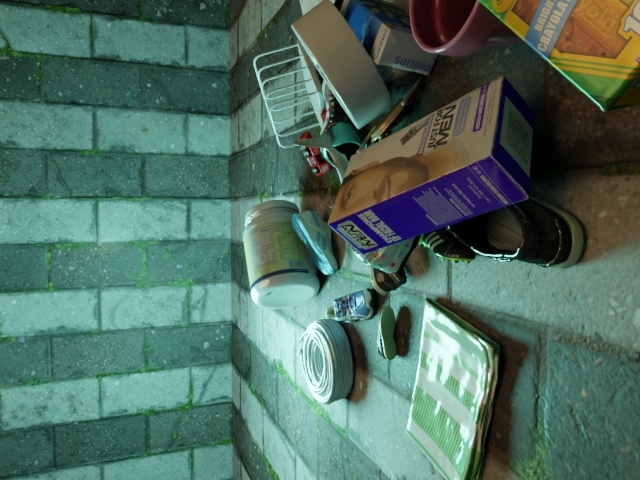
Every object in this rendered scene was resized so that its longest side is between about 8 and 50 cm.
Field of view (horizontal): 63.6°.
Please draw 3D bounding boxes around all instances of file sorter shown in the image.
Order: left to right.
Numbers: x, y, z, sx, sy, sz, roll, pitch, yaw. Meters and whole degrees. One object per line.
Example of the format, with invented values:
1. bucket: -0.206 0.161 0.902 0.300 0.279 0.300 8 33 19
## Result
1. file sorter: -0.091 -0.456 1.630 0.193 0.172 0.278 75 177 -54

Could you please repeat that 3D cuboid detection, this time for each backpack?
1. backpack: 0.147 -0.025 1.077 0.152 0.115 0.182 -145 79 -81

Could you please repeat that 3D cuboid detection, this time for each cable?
1. cable: 0.019 0.371 1.590 0.257 0.089 0.257 118 143 -51

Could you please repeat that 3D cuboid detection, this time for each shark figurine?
1. shark figurine: 0.050 -0.143 1.312 0.166 0.116 0.278 40 169 49

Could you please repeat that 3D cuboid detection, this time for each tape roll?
1. tape roll: 0.050 -0.403 1.192 0.286 0.100 0.286 54 -170 -14

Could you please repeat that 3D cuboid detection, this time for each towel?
1. towel: 0.256 0.312 1.044 0.248 0.038 0.325 -144 55 -65

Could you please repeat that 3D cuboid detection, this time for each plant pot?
1. plant pot: 0.263 -0.381 0.789 0.201 0.180 0.202 179 90 -69

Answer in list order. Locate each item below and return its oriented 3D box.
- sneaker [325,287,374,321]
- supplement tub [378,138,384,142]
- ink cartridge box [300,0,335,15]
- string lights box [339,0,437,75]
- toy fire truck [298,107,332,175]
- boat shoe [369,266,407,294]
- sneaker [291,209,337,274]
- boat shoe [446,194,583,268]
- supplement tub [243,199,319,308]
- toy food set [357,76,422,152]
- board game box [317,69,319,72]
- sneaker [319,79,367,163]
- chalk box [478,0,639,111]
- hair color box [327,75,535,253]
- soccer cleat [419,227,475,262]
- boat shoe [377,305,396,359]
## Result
1. sneaker: 0.083 0.187 1.421 0.211 0.081 0.080 132 134 -58
2. supplement tub: 0.146 -0.130 1.194 0.191 0.116 0.117 109 151 -41
3. ink cartridge box: 0.023 -0.746 1.542 0.296 0.066 0.262 130 135 -59
4. string lights box: 0.146 -0.464 1.148 0.260 0.133 0.077 -115 37 -45
5. toy fire truck: 0.010 -0.295 1.565 0.192 0.135 0.047 62 -152 -31
6. boat shoe: 0.156 0.011 1.252 0.079 0.083 0.233 -35 53 39
7. sneaker: 0.000 0.000 1.630 0.229 0.092 0.087 60 148 15
8. boat shoe: 0.272 -0.040 0.876 0.340 0.112 0.127 -129 41 -58
9. supplement tub: -0.142 0.048 1.784 0.235 0.235 0.325 121 142 -54
10. toy food set: 0.165 -0.270 1.172 0.192 0.038 0.132 -43 11 48
11. board game box: 0.030 -0.586 1.591 0.154 0.026 0.104 -171 80 -69
12. sneaker: 0.060 -0.323 1.388 0.179 0.123 0.296 -111 20 -51
13. chalk box: 0.316 -0.308 0.569 0.289 0.179 0.180 57 145 28
14. hair color box: 0.179 -0.114 0.880 0.338 0.110 0.185 -23 37 46
15. soccer cleat: 0.246 -0.005 1.023 0.179 0.060 0.073 -139 53 -66
16. boat shoe: 0.159 0.226 1.272 0.042 0.048 0.133 3 98 61
